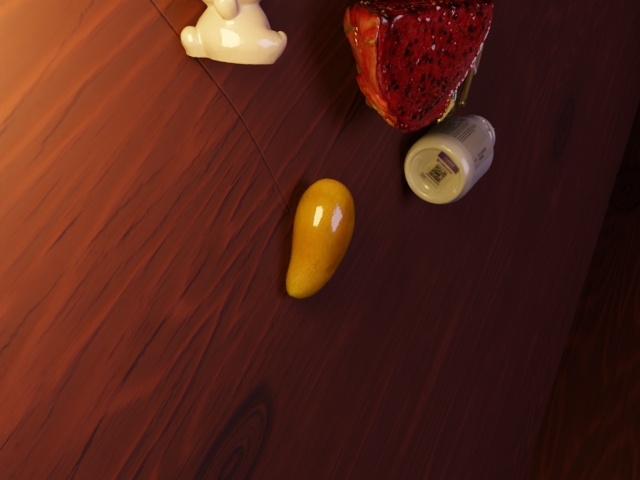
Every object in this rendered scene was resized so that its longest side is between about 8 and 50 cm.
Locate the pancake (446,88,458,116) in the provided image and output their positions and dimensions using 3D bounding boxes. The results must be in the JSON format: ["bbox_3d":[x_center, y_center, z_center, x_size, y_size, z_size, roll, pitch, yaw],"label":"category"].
[{"bbox_3d":[0.257,-0.300,1.721,0.108,0.017,0.108,-18,112,-54],"label":"pancake"}]

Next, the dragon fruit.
[{"bbox_3d":[0.121,-0.288,1.355,0.317,0.152,0.205,-21,125,-45],"label":"dragon fruit"}]

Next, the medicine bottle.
[{"bbox_3d":[0.259,-0.166,1.633,0.215,0.135,0.135,-42,132,-51],"label":"medicine bottle"}]

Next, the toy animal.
[{"bbox_3d":[-0.098,-0.310,0.970,0.124,0.124,0.213,-36,131,-53],"label":"toy animal"}]

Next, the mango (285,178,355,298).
[{"bbox_3d":[0.000,0.000,1.258,0.102,0.084,0.184,10,93,-61],"label":"mango"}]

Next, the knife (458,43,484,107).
[{"bbox_3d":[0.326,-0.379,1.822,0.046,0.022,0.256,62,41,-51],"label":"knife"}]
